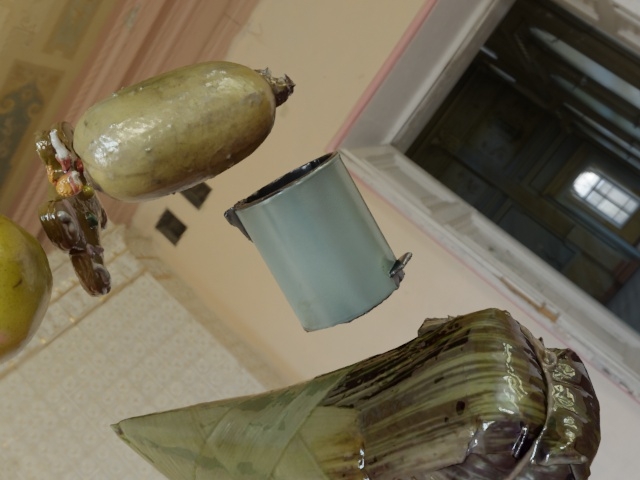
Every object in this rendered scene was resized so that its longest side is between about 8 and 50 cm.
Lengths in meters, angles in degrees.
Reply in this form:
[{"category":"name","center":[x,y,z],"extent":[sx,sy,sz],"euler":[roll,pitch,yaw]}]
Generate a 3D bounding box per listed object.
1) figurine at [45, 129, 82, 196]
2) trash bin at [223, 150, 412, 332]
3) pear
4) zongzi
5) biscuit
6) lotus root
[{"category":"figurine","center":[-0.417,-0.123,1.043],"extent":[0.047,0.064,0.109],"euler":[-18,-72,-22]},{"category":"trash bin","center":[0.000,0.000,1.195],"extent":[0.277,0.262,0.217],"euler":[-22,14,29]},{"category":"pear","center":[-0.594,0.086,1.043],"extent":[0.285,0.285,0.336],"euler":[-53,9,11]},{"category":"zongzi","center":[-0.008,0.133,0.466],"extent":[0.154,0.318,0.289],"euler":[-68,-2,-49]},{"category":"biscuit","center":[-0.513,-0.108,1.384],"extent":[0.064,0.432,0.283],"euler":[-18,-43,-2]},{"category":"lotus root","center":[-0.179,-0.171,0.917],"extent":[0.343,0.169,0.151],"euler":[-30,-43,-20]}]
